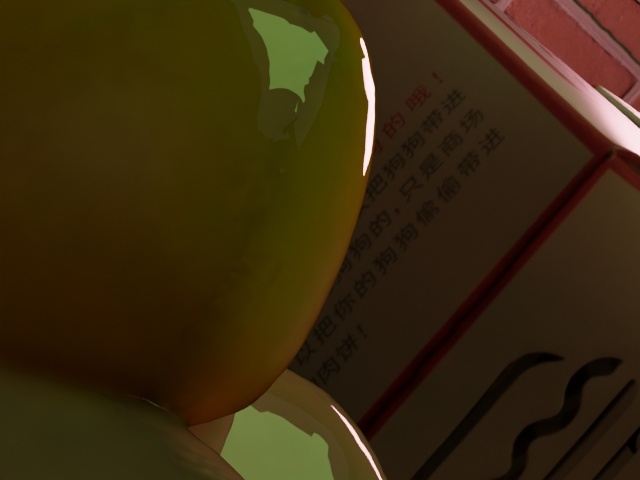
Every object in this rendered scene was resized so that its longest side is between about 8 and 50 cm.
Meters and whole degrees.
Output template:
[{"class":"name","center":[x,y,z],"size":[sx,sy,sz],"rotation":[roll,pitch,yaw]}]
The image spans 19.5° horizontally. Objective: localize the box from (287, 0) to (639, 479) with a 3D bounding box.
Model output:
[{"class":"box","center":[0.070,0.063,0.952],"size":[0.300,0.314,0.312],"rotation":[33,13,-37]}]

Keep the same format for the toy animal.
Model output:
[{"class":"toy animal","center":[-0.069,0.077,0.471],"size":[0.345,0.277,0.247],"rotation":[45,-6,33]}]
